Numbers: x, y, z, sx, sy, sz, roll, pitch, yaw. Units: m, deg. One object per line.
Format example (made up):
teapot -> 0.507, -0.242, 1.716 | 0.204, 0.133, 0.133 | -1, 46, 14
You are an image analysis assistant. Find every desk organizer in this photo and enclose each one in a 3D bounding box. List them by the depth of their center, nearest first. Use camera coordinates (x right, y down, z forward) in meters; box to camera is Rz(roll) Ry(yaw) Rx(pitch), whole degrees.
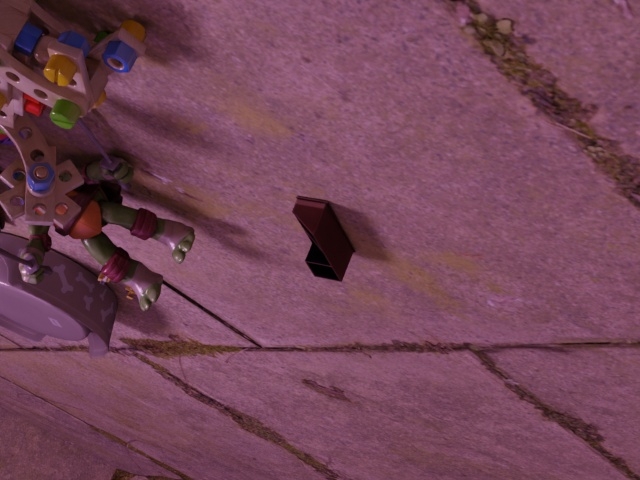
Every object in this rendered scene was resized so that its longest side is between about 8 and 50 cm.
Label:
desk organizer -> 0.000, 0.000, 1.388 | 0.047, 0.050, 0.130 | 10, 154, 25

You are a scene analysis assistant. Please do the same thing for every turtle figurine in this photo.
turtle figurine -> -0.315, -0.013, 1.457 | 0.266, 0.198, 0.274 | 31, 159, -19

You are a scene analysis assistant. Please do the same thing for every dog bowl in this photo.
dog bowl -> -0.547, 0.102, 2.032 | 0.348, 0.102, 0.349 | 19, 157, 8

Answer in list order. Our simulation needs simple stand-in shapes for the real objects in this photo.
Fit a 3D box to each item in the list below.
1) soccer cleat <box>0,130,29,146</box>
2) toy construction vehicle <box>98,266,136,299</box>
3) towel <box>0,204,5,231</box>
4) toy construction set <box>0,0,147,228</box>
soccer cleat -> -0.537, -0.185, 1.406 | 0.318, 0.109, 0.116 | 12, 159, 18
toy construction vehicle -> -0.354, 0.076, 1.886 | 0.085, 0.035, 0.098 | 28, 156, -14
towel -> -0.705, -0.133, 1.745 | 0.370, 0.040, 0.271 | 23, 158, -2
toy construction set -> -0.327, -0.161, 1.209 | 0.215, 0.151, 0.328 | 23, 140, -6
